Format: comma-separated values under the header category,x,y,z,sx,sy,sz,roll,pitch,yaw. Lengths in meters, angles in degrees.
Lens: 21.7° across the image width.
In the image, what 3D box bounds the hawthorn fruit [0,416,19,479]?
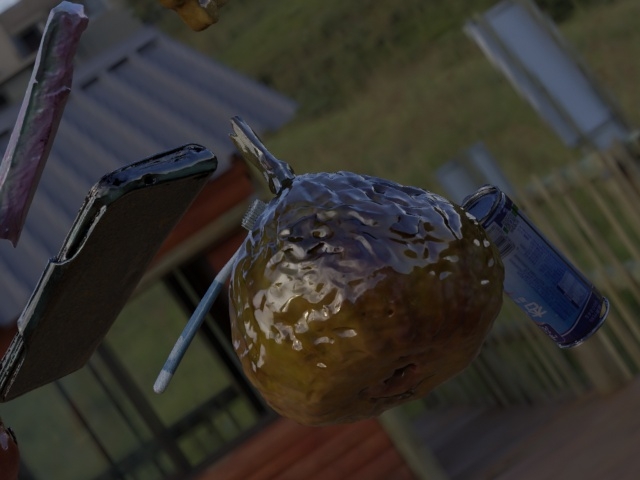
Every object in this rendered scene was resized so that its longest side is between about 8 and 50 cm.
category,x,y,z,sx,sy,sz,roll,pitch,yaw
hawthorn fruit,-0.494,0.314,2.021,0.299,0.211,0.211,-62,3,-1

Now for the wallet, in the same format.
category,x,y,z,sx,sy,sz,roll,pitch,yaw
wallet,-0.233,0.037,1.714,0.172,0.045,0.318,-25,-26,-54

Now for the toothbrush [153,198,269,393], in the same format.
category,x,y,z,sx,sy,sz,roll,pitch,yaw
toothbrush,-0.139,0.069,2.092,0.276,0.025,0.019,-60,31,-5

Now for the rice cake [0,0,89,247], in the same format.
category,x,y,z,sx,sy,sz,roll,pitch,yaw
rice cake,-0.322,-0.129,1.882,0.081,0.051,0.290,-49,-21,-81

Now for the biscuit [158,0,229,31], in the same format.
category,x,y,z,sx,sy,sz,roll,pitch,yaw
biscuit,-0.124,-0.285,1.478,0.035,0.184,0.249,-31,25,23

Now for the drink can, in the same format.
category,x,y,z,sx,sy,sz,roll,pitch,yaw
drink can,0.277,0.036,2.225,0.097,0.235,0.097,-41,20,18

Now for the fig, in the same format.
category,x,y,z,sx,sy,sz,roll,pitch,yaw
fig,0.000,0.000,1.708,0.286,0.369,0.286,-30,-21,-12
